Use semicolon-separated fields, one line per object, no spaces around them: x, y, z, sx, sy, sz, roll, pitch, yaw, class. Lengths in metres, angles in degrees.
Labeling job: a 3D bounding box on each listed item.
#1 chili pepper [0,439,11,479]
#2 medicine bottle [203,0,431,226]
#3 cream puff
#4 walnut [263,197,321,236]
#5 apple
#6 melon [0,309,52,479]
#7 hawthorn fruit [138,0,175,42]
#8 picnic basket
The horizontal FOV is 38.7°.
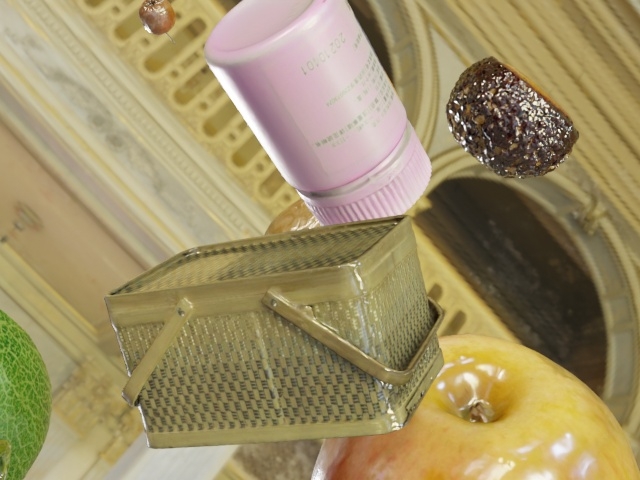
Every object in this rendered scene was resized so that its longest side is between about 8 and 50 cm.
-0.423;0.259;0.744;0.076;0.359;0.085;40;-35;48;chili pepper
0.004;-0.162;1.120;0.178;0.178;0.291;4;-40;43;medicine bottle
0.323;-0.203;1.580;0.239;0.165;0.239;38;12;-10;cream puff
0.000;0.000;1.553;0.167;0.207;0.167;56;-4;6;walnut
0.160;0.281;0.954;0.364;0.364;0.364;27;-35;20;apple
-0.577;0.236;1.383;0.226;0.331;0.344;19;-41;25;melon
-0.299;-0.408;1.706;0.066;0.067;0.103;24;-24;24;hawthorn fruit
-0.034;0.077;0.781;0.266;0.165;0.139;-9;-78;24;picnic basket
